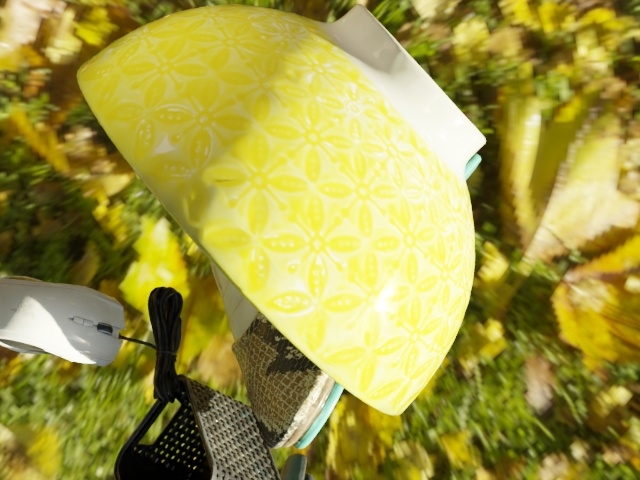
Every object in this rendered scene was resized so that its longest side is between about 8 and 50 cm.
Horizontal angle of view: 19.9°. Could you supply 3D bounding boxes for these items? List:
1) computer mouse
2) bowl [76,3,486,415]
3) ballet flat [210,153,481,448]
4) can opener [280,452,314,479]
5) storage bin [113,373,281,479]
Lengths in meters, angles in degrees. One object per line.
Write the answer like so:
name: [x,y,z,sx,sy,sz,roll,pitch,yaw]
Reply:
computer mouse: [-0.207,0.079,1.624,0.193,0.042,0.106,13,78,-28]
bowl: [0.006,-0.050,1.114,0.156,0.289,0.289,-43,94,5]
ballet flat: [0.000,0.000,1.738,0.182,0.483,0.164,37,133,-3]
can opener: [-0.032,0.263,1.665,0.073,0.186,0.059,-1,129,12]
storage bin: [-0.109,0.220,1.634,0.084,0.180,0.122,28,108,-27]
